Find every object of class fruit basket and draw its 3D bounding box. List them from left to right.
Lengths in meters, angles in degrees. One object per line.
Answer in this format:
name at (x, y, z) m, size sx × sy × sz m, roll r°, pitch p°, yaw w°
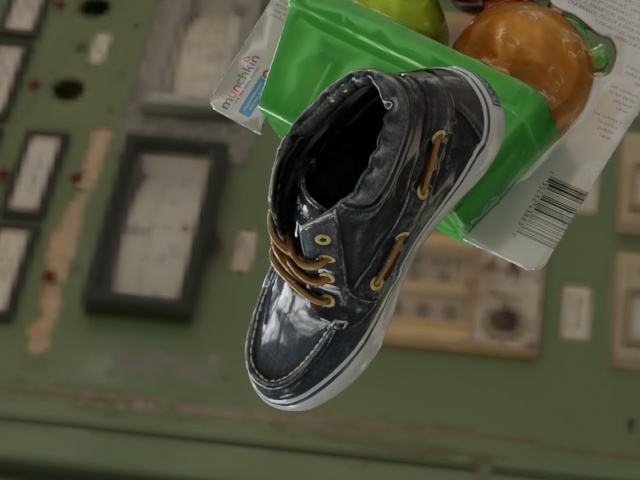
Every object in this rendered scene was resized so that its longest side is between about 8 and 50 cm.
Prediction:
fruit basket at (0.129, -0.185, 1.301) m, size 0.353 × 0.327 × 0.165 m, roll -56°, pitch -23°, yaw -14°

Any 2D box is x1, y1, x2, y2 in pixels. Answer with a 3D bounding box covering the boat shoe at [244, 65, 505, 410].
boat shoe at (0.000, 0.000, 0.688) m, size 0.083 × 0.065 × 0.183 m, roll -1°, pitch -51°, yaw -51°
